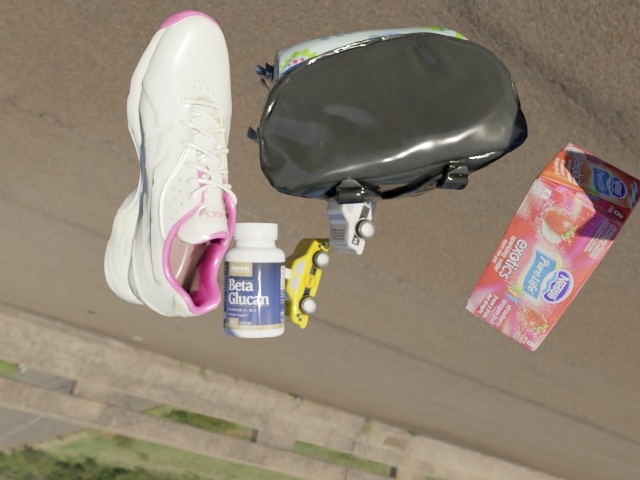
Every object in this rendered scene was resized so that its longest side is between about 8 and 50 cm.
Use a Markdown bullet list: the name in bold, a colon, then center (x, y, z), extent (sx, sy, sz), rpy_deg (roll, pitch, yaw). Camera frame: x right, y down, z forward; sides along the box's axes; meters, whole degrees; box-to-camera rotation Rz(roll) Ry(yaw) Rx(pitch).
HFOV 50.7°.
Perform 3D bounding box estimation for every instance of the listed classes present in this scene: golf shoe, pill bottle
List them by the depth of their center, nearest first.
- **golf shoe**: center (-0.125, -0.068, 0.672), extent (0.115, 0.306, 0.140), rpy_deg (-2, -163, -46)
- **pill bottle**: center (-0.101, 0.058, 1.027), extent (0.094, 0.169, 0.094), rpy_deg (0, 180, 0)

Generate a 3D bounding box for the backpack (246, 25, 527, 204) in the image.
- **backpack**: center (0.051, -0.154, 0.865), extent (0.290, 0.273, 0.355), rpy_deg (-12, 173, -4)

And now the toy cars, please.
- **toy cars**: center (0.000, 0.000, 1.295), extent (0.087, 0.176, 0.393), rpy_deg (20, 123, -25)

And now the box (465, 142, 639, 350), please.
- **box**: center (0.320, 0.014, 0.939), extent (0.123, 0.128, 0.256), rpy_deg (34, 135, 18)
